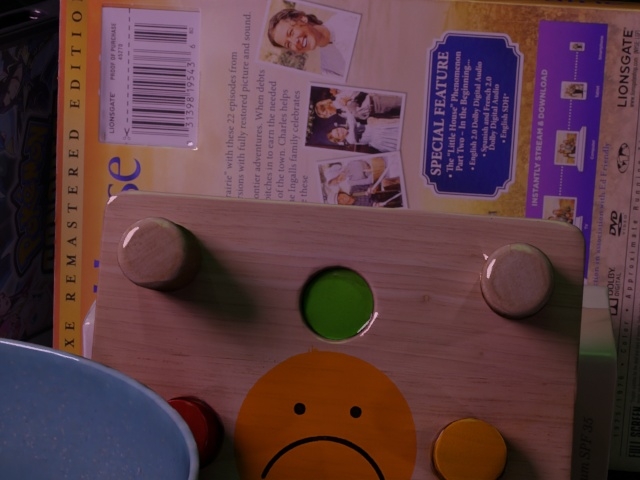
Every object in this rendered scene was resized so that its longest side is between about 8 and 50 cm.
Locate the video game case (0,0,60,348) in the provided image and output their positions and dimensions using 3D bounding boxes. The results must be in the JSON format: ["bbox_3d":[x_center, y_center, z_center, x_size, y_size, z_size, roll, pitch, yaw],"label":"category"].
[{"bbox_3d":[-0.228,-0.008,1.253,0.035,0.274,0.248,18,23,22],"label":"video game case"}]

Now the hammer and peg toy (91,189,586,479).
[{"bbox_3d":[-0.050,0.110,0.996,0.361,0.265,0.127,3,-4,5],"label":"hammer and peg toy"}]

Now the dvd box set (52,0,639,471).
[{"bbox_3d":[0.037,-0.012,1.250,0.421,0.307,0.062,3,12,4],"label":"dvd box set"}]

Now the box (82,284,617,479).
[{"bbox_3d":[0.018,0.101,1.165,0.311,0.148,0.121,2,19,5],"label":"box"}]

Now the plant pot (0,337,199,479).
[{"bbox_3d":[-0.199,0.180,0.820,0.290,0.195,0.290,2,19,-1],"label":"plant pot"}]
